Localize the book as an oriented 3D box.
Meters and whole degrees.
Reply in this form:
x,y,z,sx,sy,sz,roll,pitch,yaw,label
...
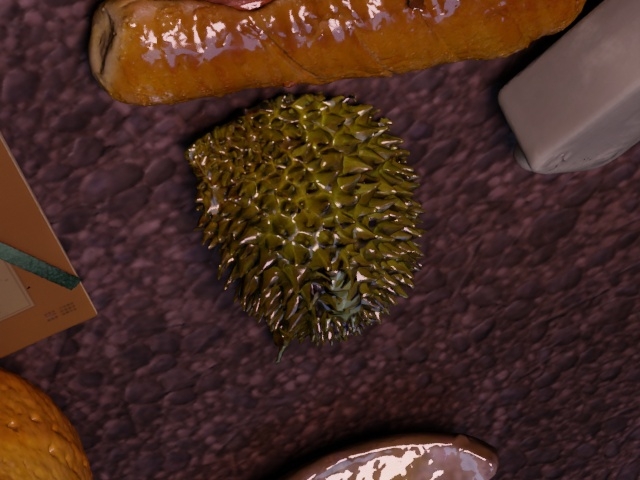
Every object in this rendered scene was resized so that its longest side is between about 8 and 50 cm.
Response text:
x,y,z,sx,sy,sz,roll,pitch,yaw,label
-0.208,0.014,0.930,0.118,0.012,0.172,-23,140,-4,book

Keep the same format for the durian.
x,y,z,sx,sy,sz,roll,pitch,yaw,label
0.007,0.005,0.974,0.137,0.095,0.221,-24,146,-1,durian

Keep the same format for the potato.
x,y,z,sx,sy,sz,roll,pitch,yaw,label
-0.011,0.233,1.211,0.189,0.211,0.264,23,89,-1,potato

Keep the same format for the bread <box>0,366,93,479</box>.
x,y,z,sx,sy,sz,roll,pitch,yaw,label
-0.266,0.198,0.971,0.312,0.172,0.312,-9,140,-8,bread

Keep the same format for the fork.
x,y,z,sx,sy,sz,roll,pitch,yaw,label
-0.211,-0.011,0.876,0.039,0.021,0.235,-40,138,20,fork

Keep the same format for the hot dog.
x,y,z,sx,sy,sz,roll,pitch,yaw,label
0.017,-0.119,0.874,0.286,0.061,0.088,-14,150,-13,hot dog

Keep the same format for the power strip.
x,y,z,sx,sy,sz,roll,pitch,yaw,label
0.238,-0.150,0.885,0.091,0.062,0.385,-7,154,-48,power strip
